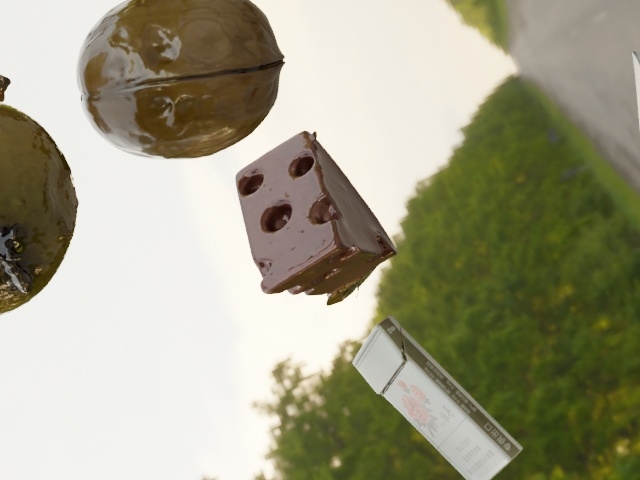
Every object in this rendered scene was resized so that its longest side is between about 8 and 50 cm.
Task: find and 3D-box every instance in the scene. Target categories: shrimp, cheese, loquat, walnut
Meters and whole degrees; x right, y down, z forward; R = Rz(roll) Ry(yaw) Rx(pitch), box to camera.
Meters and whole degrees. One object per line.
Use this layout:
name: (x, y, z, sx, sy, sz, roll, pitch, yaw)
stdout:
shrimp: (0.044, 0.042, 1.881, 0.051, 0.115, 0.217, 31, 173, 7)
cheese: (0.009, -0.002, 1.640, 0.177, 0.128, 0.203, 39, -155, -43)
loquat: (-0.278, -0.029, 1.047, 0.204, 0.172, 0.149, 34, -161, 29)
walnut: (-0.136, -0.162, 1.314, 0.167, 0.207, 0.167, -9, -90, -82)

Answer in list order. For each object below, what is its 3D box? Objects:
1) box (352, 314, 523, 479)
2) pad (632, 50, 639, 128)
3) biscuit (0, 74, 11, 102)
box: (0.121, 0.176, 1.452, 0.198, 0.029, 0.109, 45, 152, 10)
pad: (0.276, -0.012, 1.089, 0.164, 0.004, 0.243, -90, -12, -57)
biscuit: (-0.445, -0.190, 1.210, 0.378, 0.094, 0.054, 32, -174, -39)
